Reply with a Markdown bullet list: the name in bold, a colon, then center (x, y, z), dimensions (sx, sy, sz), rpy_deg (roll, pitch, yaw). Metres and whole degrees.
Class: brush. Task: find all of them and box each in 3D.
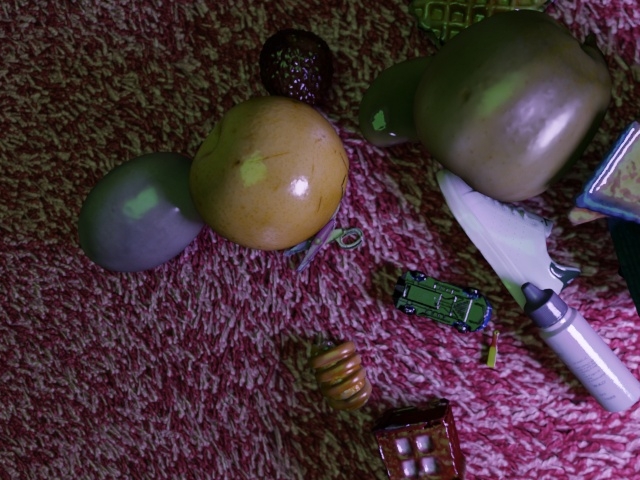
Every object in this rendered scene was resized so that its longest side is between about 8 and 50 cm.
- **brush**: center (0.378, 0.234, 1.306), dimensions (0.019, 0.021, 0.083), rpy_deg (9, 95, 18)

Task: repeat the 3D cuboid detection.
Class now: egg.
- **egg**: center (-0.420, -0.066, 1.438), dimensions (0.352, 0.258, 0.258), rpy_deg (-34, 78, 18)

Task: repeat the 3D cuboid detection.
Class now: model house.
- **model house**: center (0.660, -0.041, 1.105), dimensions (0.343, 0.335, 0.382), rpy_deg (-22, 86, 25)
- **model house**: center (0.227, 0.480, 1.249), dimensions (0.160, 0.196, 0.253), rpy_deg (-19, 82, 13)

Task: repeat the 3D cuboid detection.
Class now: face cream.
- **face cream**: center (0.503, 0.201, 1.186), dimensions (0.092, 0.092, 0.311), rpy_deg (-41, 97, 11)

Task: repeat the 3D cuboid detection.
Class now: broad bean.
- **broad bean**: center (0.203, -0.311, 1.350), dimensions (0.263, 0.121, 0.189), rpy_deg (-25, 83, 1)

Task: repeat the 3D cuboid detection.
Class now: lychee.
- **lychee**: center (-0.055, -0.391, 1.398), dimensions (0.188, 0.188, 0.188), rpy_deg (-1, 87, 17)

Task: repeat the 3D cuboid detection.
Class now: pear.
- **pear**: center (-0.108, -0.144, 1.307), dimensions (0.349, 0.348, 0.348), rpy_deg (-1, 87, 17)

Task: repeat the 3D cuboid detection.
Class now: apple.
- **apple**: center (0.357, -0.257, 1.144), dimensions (0.357, 0.357, 0.357), rpy_deg (-1, 87, 17)

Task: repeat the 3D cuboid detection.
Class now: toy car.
- **toy car**: center (0.268, 0.134, 1.323), dimensions (0.216, 0.063, 0.103), rpy_deg (18, 93, 11)

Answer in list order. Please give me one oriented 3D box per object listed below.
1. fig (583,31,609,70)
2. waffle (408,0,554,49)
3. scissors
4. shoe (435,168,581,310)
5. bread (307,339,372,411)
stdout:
- **fig**: center (0.546, -0.354, 1.246), dimensions (0.109, 0.103, 0.154), rpy_deg (2, 96, -5)
- **waffle**: center (0.348, -0.553, 1.333), dimensions (0.297, 0.073, 0.317), rpy_deg (-38, 80, 11)
- **scissors**: center (0.000, 0.000, 1.432), dimensions (0.187, 0.020, 0.133), rpy_deg (-38, 82, 10)
- **shoe**: center (0.396, -0.031, 1.262), dimensions (0.160, 0.132, 0.363), rpy_deg (-35, 82, 13)
- **bread**: center (0.046, 0.307, 1.372), dimensions (0.119, 0.084, 0.177), rpy_deg (-27, 84, 14)
